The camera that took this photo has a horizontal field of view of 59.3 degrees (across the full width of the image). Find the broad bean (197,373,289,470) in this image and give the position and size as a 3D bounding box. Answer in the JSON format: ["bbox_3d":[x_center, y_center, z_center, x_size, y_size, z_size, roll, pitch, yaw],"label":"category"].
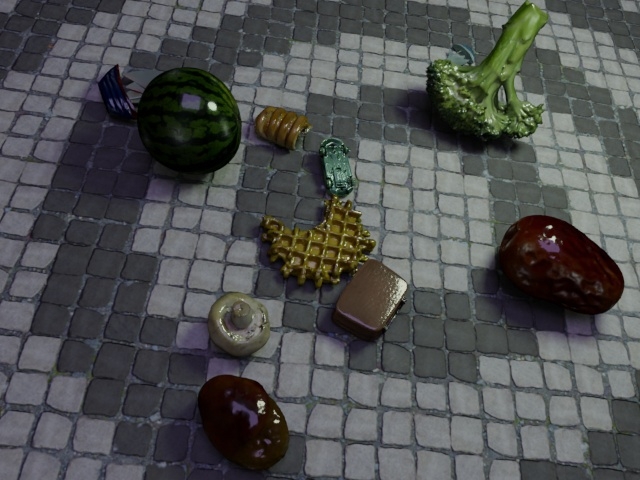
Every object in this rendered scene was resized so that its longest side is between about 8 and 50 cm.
[{"bbox_3d":[-0.167,0.386,1.208,0.156,0.122,0.228,-34,65,-28],"label":"broad bean"}]

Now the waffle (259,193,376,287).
[{"bbox_3d":[0.000,0.000,1.505,0.293,0.069,0.259,-23,63,-19],"label":"waffle"}]

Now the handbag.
[{"bbox_3d":[0.132,0.153,1.429,0.151,0.072,0.193,30,57,11],"label":"handbag"}]

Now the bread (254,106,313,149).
[{"bbox_3d":[-0.115,-0.343,1.693,0.178,0.084,0.119,21,57,9],"label":"bread"}]

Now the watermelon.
[{"bbox_3d":[-0.352,-0.323,1.528,0.286,0.285,0.284,4,58,-6],"label":"watermelon"}]

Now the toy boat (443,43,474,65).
[{"bbox_3d":[0.495,-0.650,2.002,0.105,0.034,0.149,30,58,13],"label":"toy boat"}]

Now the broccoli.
[{"bbox_3d":[0.496,-0.523,1.732,0.354,0.396,0.274,-9,35,-9],"label":"broccoli"}]

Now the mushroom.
[{"bbox_3d":[-0.190,0.194,1.324,0.154,0.122,0.154,8,52,-10],"label":"mushroom"}]

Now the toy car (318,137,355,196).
[{"bbox_3d":[0.047,-0.214,1.650,0.094,0.058,0.186,-6,72,-13],"label":"toy car"}]

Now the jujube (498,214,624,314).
[{"bbox_3d":[0.634,0.067,1.490,0.318,0.223,0.223,31,59,2],"label":"jujube"}]

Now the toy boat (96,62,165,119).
[{"bbox_3d":[-0.537,-0.484,1.726,0.219,0.072,0.318,40,58,12],"label":"toy boat"}]
